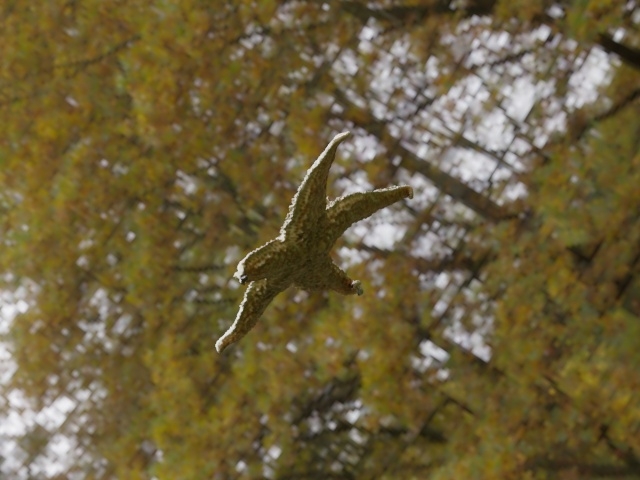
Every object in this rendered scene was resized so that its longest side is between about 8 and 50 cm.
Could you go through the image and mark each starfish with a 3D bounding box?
[{"bbox_3d":[-0.003,-0.004,1.404,0.231,0.048,0.295,-13,-42,-44],"label":"starfish"}]
